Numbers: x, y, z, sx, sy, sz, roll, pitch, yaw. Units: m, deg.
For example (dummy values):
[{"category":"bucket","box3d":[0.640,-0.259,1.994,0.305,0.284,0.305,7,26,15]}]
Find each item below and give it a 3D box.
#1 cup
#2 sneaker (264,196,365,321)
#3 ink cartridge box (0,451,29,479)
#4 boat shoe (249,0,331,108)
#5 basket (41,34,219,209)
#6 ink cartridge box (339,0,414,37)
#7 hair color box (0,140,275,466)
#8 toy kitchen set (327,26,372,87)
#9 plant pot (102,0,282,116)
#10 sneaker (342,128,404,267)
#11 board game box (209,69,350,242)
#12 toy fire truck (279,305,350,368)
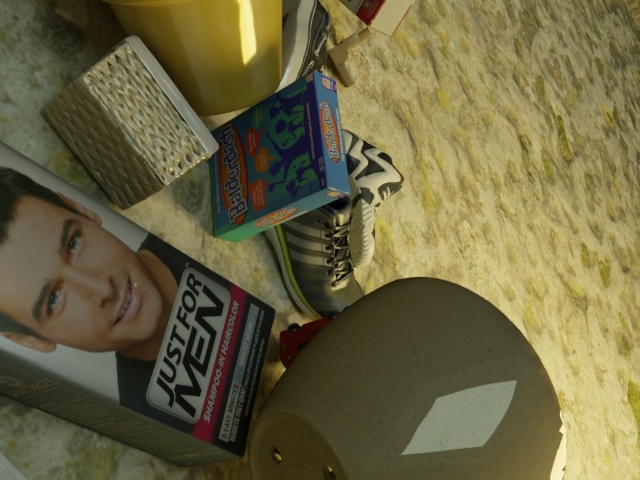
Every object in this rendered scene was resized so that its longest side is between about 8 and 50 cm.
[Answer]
[{"category":"cup","box3d":[0.061,0.227,0.797,0.236,0.331,0.331,-15,85,-42]},{"category":"sneaker","box3d":[0.000,0.000,1.036,0.300,0.121,0.111,60,40,-12]},{"category":"ink cartridge box","box3d":[-0.355,0.216,0.615,0.179,0.045,0.145,45,42,0]},{"category":"boat shoe","box3d":[-0.036,-0.290,1.148,0.102,0.108,0.301,38,41,-30]},{"category":"basket","box3d":[-0.225,-0.132,0.848,0.167,0.113,0.103,53,44,-17]},{"category":"ink cartridge box","box3d":[0.091,-0.470,1.294,0.072,0.127,0.175,6,36,-47]},{"category":"hair color box","box3d":[-0.230,0.082,0.745,0.374,0.113,0.185,35,50,-33]},{"category":"toy kitchen set","box3d":[0.061,-0.330,1.303,0.075,0.083,0.068,59,-1,-12]},{"category":"plant pot","box3d":[-0.148,-0.298,0.899,0.254,0.253,0.239,-56,144,-45]},{"category":"sneaker","box3d":[0.086,-0.065,1.185,0.153,0.094,0.235,7,58,-38]},{"category":"board game box","box3d":[-0.062,-0.104,0.944,0.047,0.210,0.160,12,64,-46]},{"category":"toy fire truck","box3d":[0.031,0.163,1.027,0.192,0.047,0.135,-15,129,-24]}]
